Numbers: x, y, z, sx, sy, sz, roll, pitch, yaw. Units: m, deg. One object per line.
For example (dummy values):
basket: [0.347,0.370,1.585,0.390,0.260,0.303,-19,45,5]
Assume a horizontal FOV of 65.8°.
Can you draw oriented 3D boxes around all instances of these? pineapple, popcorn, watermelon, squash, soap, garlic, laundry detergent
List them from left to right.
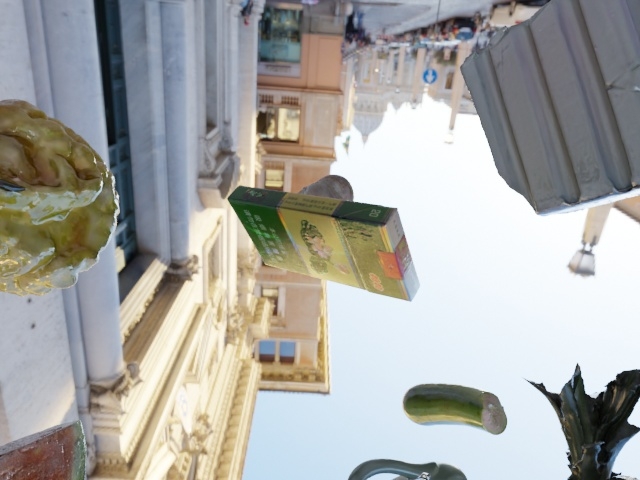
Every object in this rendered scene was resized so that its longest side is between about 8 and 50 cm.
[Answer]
popcorn: [-0.276,-0.038,0.456,0.180,0.180,0.170,-17,173,-43]
watermelon: [-0.613,0.510,1.013,0.232,0.310,0.193,33,145,-31]
garlic: [-0.003,-0.053,0.912,0.159,0.102,0.147,-28,180,40]
laundry detergent: [0.113,0.483,0.848,0.280,0.215,0.105,9,177,-19]
squash: [0.234,0.301,0.896,0.083,0.083,0.250,-7,170,-26]
soap: [0.551,-0.282,1.066,0.213,0.435,0.350,-8,170,-37]
pineapple: [0.257,0.260,0.465,0.119,0.277,0.130,-9,154,36]

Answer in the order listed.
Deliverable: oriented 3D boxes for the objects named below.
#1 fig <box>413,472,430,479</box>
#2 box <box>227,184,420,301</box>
fig: [0.090,0.320,0.519,0.117,0.117,0.177,7,-146,5]
box: [0.000,0.000,0.613,0.235,0.132,0.034,12,-128,34]
